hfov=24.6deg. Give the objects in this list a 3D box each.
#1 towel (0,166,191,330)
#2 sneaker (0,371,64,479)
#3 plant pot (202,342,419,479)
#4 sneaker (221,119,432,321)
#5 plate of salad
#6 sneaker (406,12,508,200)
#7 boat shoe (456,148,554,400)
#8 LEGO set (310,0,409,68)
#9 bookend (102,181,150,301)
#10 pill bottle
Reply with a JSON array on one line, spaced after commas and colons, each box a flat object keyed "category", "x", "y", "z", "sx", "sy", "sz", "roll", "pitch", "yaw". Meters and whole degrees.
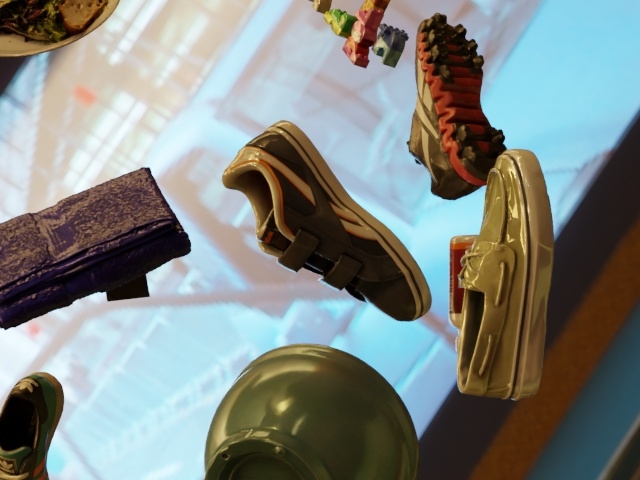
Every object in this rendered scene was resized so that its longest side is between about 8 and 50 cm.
[{"category": "towel", "x": -0.364, "y": -0.002, "z": 2.183, "sx": 0.308, "sy": 0.227, "sz": 0.076, "roll": -22, "pitch": -50, "yaw": -12}, {"category": "sneaker", "x": -0.492, "y": 0.362, "z": 2.355, "sx": 0.121, "sy": 0.108, "sz": 0.302, "roll": -10, "pitch": -70, "yaw": -76}, {"category": "plant pot", "x": -0.037, "y": 0.306, "z": 1.944, "sx": 0.293, "sy": 0.293, "sz": 0.196, "roll": -57, "pitch": -9, "yaw": 26}, {"category": "sneaker", "x": 0.000, "y": 0.000, "z": 1.906, "sx": 0.127, "sy": 0.321, "sz": 0.126, "roll": -37, "pitch": -10, "yaw": -29}, {"category": "plate of salad", "x": -0.335, "y": -0.283, "z": 1.741, "sx": 0.200, "sy": 0.200, "sz": 0.048, "roll": -56, "pitch": -33, "yaw": -37}, {"category": "sneaker", "x": 0.165, "y": -0.172, "z": 1.968, "sx": 0.135, "sy": 0.098, "sz": 0.276, "roll": -46, "pitch": 48, "yaw": 47}, {"category": "boat shoe", "x": 0.212, "y": 0.043, "z": 1.728, "sx": 0.109, "sy": 0.094, "sz": 0.302, "roll": -159, "pitch": 68, "yaw": -74}, {"category": "LEGO set", "x": 0.064, "y": -0.305, "z": 1.910, "sx": 0.093, "sy": 0.087, "sz": 0.227, "roll": -63, "pitch": 30, "yaw": 22}, {"category": "bookend", "x": -0.326, "y": -0.003, "z": 2.449, "sx": 0.156, "sy": 0.072, "sz": 0.157, "roll": -94, "pitch": -3, "yaw": -69}, {"category": "pill bottle", "x": 0.211, "y": 0.070, "z": 1.929, "sx": 0.086, "sy": 0.086, "sz": 0.152, "roll": 114, "pitch": 157, "yaw": -85}]
